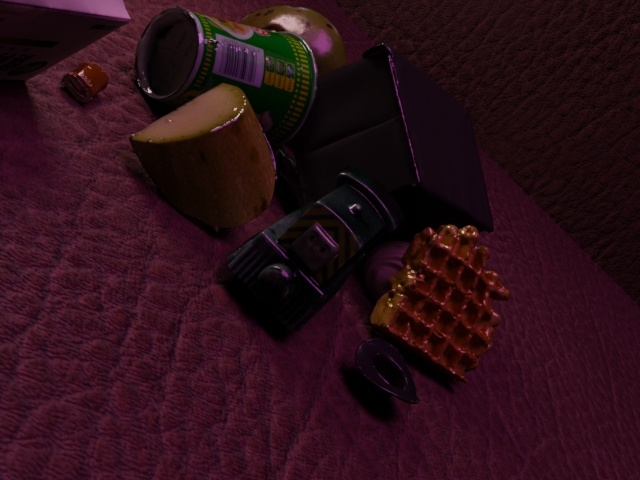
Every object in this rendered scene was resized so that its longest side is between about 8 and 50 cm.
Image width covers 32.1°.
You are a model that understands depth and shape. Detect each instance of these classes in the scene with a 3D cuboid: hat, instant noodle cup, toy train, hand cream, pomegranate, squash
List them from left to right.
[{"bbox_3d":[-0.153,-0.257,1.730,0.233,0.207,0.207,13,36,-48],"label":"instant noodle cup"},{"bbox_3d":[-0.124,-0.114,1.471,0.192,0.085,0.184,-38,93,-32],"label":"squash"},{"bbox_3d":[-0.067,-0.275,1.982,0.231,0.285,0.230,1,45,-1],"label":"pomegranate"},{"bbox_3d":[-0.046,-0.095,1.831,0.257,0.050,0.084,57,18,24],"label":"hand cream"},{"bbox_3d":[0.000,0.000,1.504,0.138,0.178,0.330,47,16,1],"label":"toy train"},{"bbox_3d":[0.084,0.186,1.487,0.121,0.050,0.121,36,24,-19],"label":"hat"}]

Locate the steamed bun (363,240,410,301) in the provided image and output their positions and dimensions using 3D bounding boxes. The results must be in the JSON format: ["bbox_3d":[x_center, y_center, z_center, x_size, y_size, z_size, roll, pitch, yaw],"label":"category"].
[{"bbox_3d":[0.156,0.072,1.816,0.183,0.106,0.183,41,19,-18],"label":"steamed bun"}]

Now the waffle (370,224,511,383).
[{"bbox_3d":[0.205,0.087,1.724,0.229,0.219,0.057,34,-14,-33],"label":"waffle"}]

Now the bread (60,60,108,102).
[{"bbox_3d":[-0.316,-0.216,1.502,0.047,0.036,0.083,45,19,-11],"label":"bread"}]

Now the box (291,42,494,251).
[{"bbox_3d":[0.119,-0.131,1.857,0.345,0.205,0.251,24,51,-59],"label":"box"}]

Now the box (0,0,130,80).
[{"bbox_3d":[-0.372,-0.277,1.236,0.145,0.173,0.333,66,18,0],"label":"box"}]
